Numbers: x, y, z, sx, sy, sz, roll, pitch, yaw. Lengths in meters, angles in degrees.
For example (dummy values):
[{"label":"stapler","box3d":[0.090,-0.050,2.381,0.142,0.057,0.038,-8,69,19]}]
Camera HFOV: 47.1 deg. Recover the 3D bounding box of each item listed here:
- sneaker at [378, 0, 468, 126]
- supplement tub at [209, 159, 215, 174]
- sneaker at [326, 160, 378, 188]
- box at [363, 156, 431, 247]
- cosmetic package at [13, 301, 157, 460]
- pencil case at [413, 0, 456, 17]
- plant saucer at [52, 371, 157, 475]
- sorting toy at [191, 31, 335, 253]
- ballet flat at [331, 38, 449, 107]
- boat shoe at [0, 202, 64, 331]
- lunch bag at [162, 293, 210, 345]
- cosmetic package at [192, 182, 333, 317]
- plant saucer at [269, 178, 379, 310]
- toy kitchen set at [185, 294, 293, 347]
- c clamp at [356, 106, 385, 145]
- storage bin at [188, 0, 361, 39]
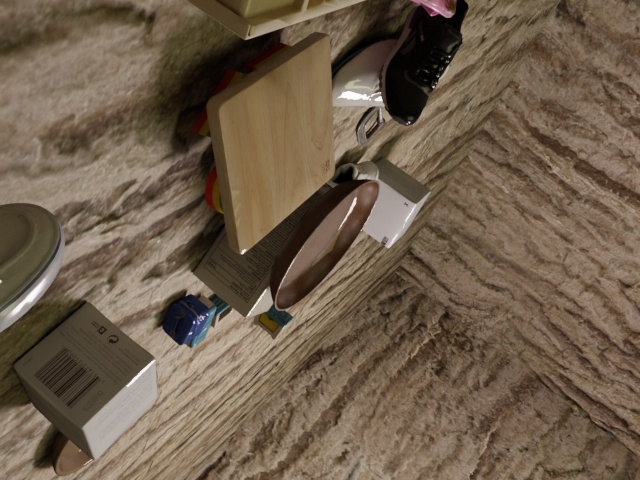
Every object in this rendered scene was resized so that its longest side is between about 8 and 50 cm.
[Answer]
[{"label":"sneaker","box3d":[0.201,-0.355,1.393,0.124,0.107,0.283,-15,-128,55]},{"label":"supplement tub","box3d":[-0.145,-0.100,1.255,0.071,0.071,0.107,-50,167,-9]},{"label":"sneaker","box3d":[0.086,-0.156,1.872,0.232,0.090,0.115,-41,160,-43]},{"label":"box","box3d":[0.190,-0.110,2.140,0.119,0.182,0.181,-39,162,-52]},{"label":"cosmetic package","box3d":[-0.369,0.229,1.182,0.151,0.151,0.183,-45,166,-30]},{"label":"pencil case","box3d":[0.242,-0.559,1.185,0.386,0.167,0.160,-58,-161,23]},{"label":"plant saucer","box3d":[-0.448,0.364,1.518,0.278,0.041,0.278,-49,166,-17]},{"label":"sorting toy","box3d":[-0.088,-0.157,1.119,0.255,0.089,0.257,-44,144,-38]},{"label":"ballet flat","box3d":[0.160,-0.345,1.522,0.400,0.139,0.139,-36,160,-49]},{"label":"boat shoe","box3d":[-0.396,0.031,0.648,0.367,0.136,0.156,-30,153,-36]},{"label":"lunch bag","box3d":[-0.277,0.162,1.506,0.065,0.067,0.098,-35,158,-53]},{"label":"cosmetic package","box3d":[-0.101,-0.009,1.476,0.296,0.153,0.129,-54,166,11]},{"label":"plant saucer","box3d":[0.000,0.000,1.409,0.310,0.050,0.310,-48,164,-18]},{"label":"toy kitchen set","box3d":[-0.183,0.180,1.657,0.207,0.166,0.122,-40,163,-43]},{"label":"c clamp","box3d":[0.135,-0.299,1.799,0.137,0.022,0.160,-49,166,-13]},{"label":"storage bin","box3d":[-0.064,-0.300,0.574,0.260,0.262,0.123,-37,158,-49]}]
